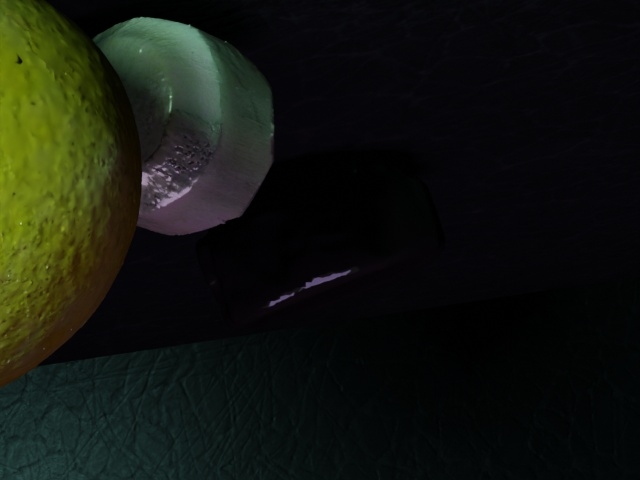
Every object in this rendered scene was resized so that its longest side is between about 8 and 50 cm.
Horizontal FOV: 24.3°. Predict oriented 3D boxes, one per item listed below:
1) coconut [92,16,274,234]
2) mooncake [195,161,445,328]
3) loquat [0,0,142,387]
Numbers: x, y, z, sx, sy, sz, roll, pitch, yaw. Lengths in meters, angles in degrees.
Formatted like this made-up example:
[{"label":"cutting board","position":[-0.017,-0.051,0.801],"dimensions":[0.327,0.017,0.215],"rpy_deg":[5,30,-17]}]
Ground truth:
[{"label":"coconut","position":[-0.118,-0.084,1.160],"dimensions":[0.171,0.171,0.183],"rpy_deg":[-14,166,19]},{"label":"mooncake","position":[0.000,0.000,1.722],"dimensions":[0.283,0.141,0.283],"rpy_deg":[-18,173,-2]},{"label":"loquat","position":[-0.282,-0.019,0.873],"dimensions":[0.328,0.359,0.328],"rpy_deg":[16,168,4]}]
